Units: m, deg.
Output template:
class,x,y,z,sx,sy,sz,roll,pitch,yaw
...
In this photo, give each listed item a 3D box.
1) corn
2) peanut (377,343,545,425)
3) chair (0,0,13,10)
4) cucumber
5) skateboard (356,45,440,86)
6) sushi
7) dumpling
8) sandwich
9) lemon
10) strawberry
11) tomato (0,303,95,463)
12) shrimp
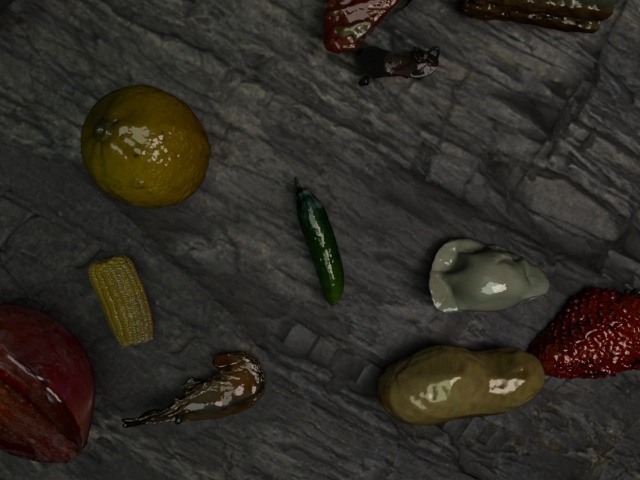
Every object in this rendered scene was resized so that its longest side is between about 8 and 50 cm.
class,x,y,z,sx,sy,sz,roll,pitch,yaw
corn,-0.354,0.109,0.969,0.085,0.063,0.165,-17,100,-13
peanut,0.264,0.264,1.014,0.318,0.147,0.148,-6,98,-2
chair,-0.437,-0.450,0.827,0.274,0.203,0.191,-18,110,-8
cucumber,0.000,0.000,0.996,0.056,0.056,0.250,-18,101,-3
skateboard,0.141,-0.318,0.959,0.151,0.080,0.067,-5,91,-7
sushi,0.113,-0.455,0.923,0.332,0.130,0.124,-43,104,6
dumpling,0.307,0.062,1.015,0.228,0.124,0.151,-2,61,-11
sandwich,0.390,-0.541,0.932,0.262,0.131,0.326,6,95,-5
lemon,-0.280,-0.148,0.872,0.192,0.231,0.192,-4,80,20
strawberry,0.555,0.193,1.051,0.286,0.106,0.188,-29,97,-1
tomato,-0.493,0.222,0.918,0.308,0.170,0.309,8,128,10
shrimp,-0.233,0.276,1.004,0.262,0.066,0.117,-5,83,-19
